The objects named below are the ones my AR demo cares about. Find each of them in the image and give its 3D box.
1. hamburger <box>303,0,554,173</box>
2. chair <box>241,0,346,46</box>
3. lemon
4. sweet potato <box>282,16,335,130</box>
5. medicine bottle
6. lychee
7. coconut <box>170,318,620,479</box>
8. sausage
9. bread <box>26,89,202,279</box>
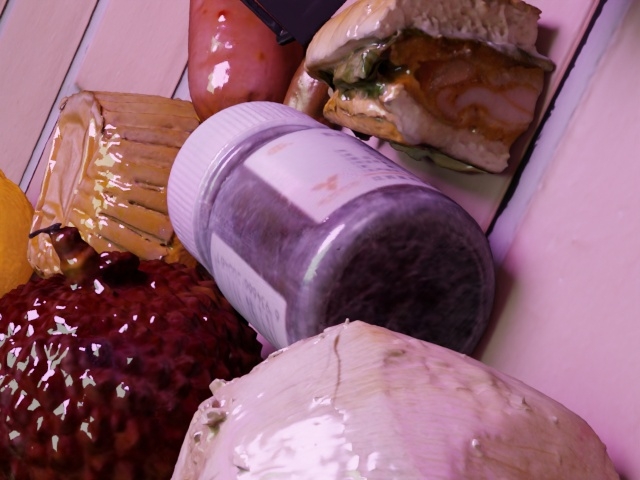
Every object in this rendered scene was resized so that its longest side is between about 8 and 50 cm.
[{"bbox_3d":[0.059,-0.139,1.231,0.207,0.155,0.135,21,87,65],"label":"hamburger"},{"bbox_3d":[-0.017,-0.250,1.272,0.141,0.154,0.260,-47,8,-3],"label":"chair"},{"bbox_3d":[-0.386,-0.004,1.816,0.142,0.142,0.187,-32,46,44],"label":"lemon"},{"bbox_3d":[-0.009,-0.099,1.394,0.056,0.056,0.195,15,91,57],"label":"sweet potato"},{"bbox_3d":[0.000,0.000,1.224,0.165,0.165,0.273,-65,32,10],"label":"medicine bottle"},{"bbox_3d":[-0.167,0.124,1.301,0.264,0.264,0.300,30,137,57],"label":"lychee"},{"bbox_3d":[0.024,0.200,1.002,0.297,0.254,0.297,-30,49,43],"label":"coconut"},{"bbox_3d":[-0.067,-0.200,1.471,0.113,0.113,0.259,-30,51,46],"label":"sausage"},{"bbox_3d":[-0.188,-0.030,1.539,0.240,0.139,0.240,-30,53,49],"label":"bread"}]
